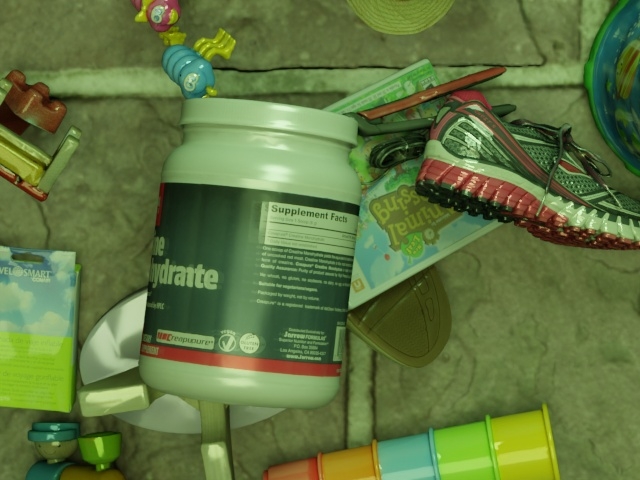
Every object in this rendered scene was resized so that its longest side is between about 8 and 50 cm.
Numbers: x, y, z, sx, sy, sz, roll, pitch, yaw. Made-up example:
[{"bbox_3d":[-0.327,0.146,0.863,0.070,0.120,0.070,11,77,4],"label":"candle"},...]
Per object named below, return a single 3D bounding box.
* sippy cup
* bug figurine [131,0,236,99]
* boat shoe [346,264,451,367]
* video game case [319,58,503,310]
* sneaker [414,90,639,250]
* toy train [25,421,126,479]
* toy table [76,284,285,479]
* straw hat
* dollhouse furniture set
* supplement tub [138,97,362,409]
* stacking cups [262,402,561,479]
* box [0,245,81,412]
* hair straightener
[{"bbox_3d":[0.391,-0.151,1.683,0.305,0.224,0.240,26,100,-3],"label":"sippy cup"},{"bbox_3d":[-0.119,-0.271,1.682,0.072,0.216,0.279,10,107,-31],"label":"bug figurine"},{"bbox_3d":[0.000,0.000,1.783,0.341,0.110,0.121,47,66,-12],"label":"boat shoe"},{"bbox_3d":[0.068,-0.060,1.748,0.212,0.023,0.193,-28,95,-26],"label":"video game case"},{"bbox_3d":[0.243,-0.061,1.730,0.299,0.121,0.112,19,81,-28],"label":"sneaker"},{"bbox_3d":[-0.223,0.265,1.790,0.248,0.105,0.143,-2,90,45],"label":"toy train"},{"bbox_3d":[-0.122,0.135,1.784,0.274,0.161,0.252,-20,100,4],"label":"toy table"},{"bbox_3d":[0.084,-0.280,1.747,0.144,0.061,0.144,0,101,2],"label":"straw hat"},{"bbox_3d":[-0.432,-0.158,1.721,0.374,0.201,0.152,34,100,-12],"label":"dollhouse furniture set"},{"bbox_3d":[-0.063,0.014,1.596,0.191,0.191,0.272,7,88,0],"label":"supplement tub"},{"bbox_3d":[0.098,0.250,1.845,0.316,0.096,0.096,-11,101,8],"label":"stacking cups"},{"bbox_3d":[-0.316,0.092,1.838,0.109,0.042,0.178,5,101,0],"label":"box"},{"bbox_3d":[0.104,-0.108,1.731,0.230,0.047,0.089,-19,92,-30],"label":"hair straightener"}]
